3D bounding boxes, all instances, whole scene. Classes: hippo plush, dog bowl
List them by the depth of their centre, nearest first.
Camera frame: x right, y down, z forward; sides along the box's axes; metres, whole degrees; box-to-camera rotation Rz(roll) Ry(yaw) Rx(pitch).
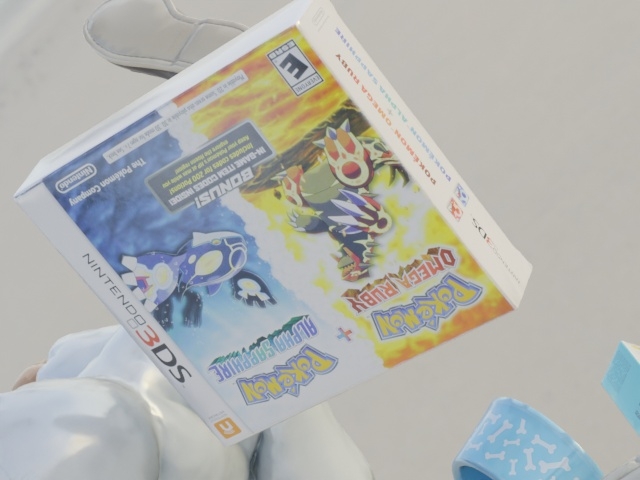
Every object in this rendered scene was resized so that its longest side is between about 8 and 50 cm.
[{"bbox_3d":[-0.100,0.144,1.149,0.294,0.234,0.236,-44,-4,41],"label":"hippo plush"},{"bbox_3d":[0.222,0.279,1.799,0.074,0.297,0.166,-40,27,-19],"label":"dog bowl"}]

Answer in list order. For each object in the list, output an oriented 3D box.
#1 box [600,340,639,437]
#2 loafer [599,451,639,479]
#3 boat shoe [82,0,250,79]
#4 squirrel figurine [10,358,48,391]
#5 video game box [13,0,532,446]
[{"bbox_3d":[0.394,0.195,2.092,0.244,0.101,0.060,-116,45,-66],"label":"box"},{"bbox_3d":[0.265,0.080,0.844,0.319,0.111,0.112,-35,-9,16],"label":"loafer"},{"bbox_3d":[-0.116,-0.149,1.570,0.206,0.065,0.075,21,65,43],"label":"boat shoe"},{"bbox_3d":[-0.087,0.225,1.658,0.397,0.370,0.281,22,63,22],"label":"squirrel figurine"},{"bbox_3d":[-0.027,-0.004,1.001,0.205,0.187,0.048,-29,21,32],"label":"video game box"}]
